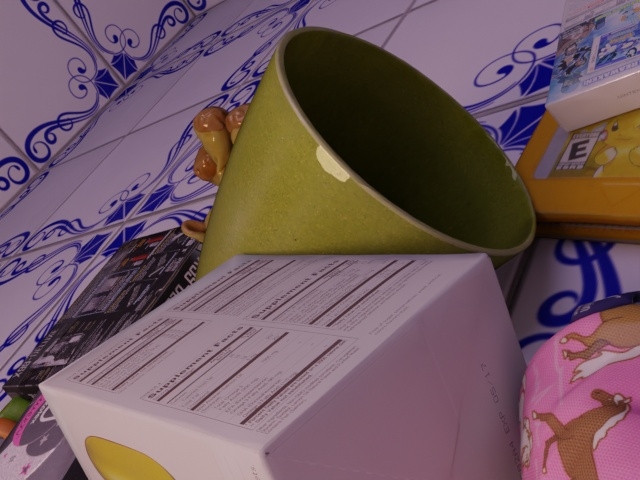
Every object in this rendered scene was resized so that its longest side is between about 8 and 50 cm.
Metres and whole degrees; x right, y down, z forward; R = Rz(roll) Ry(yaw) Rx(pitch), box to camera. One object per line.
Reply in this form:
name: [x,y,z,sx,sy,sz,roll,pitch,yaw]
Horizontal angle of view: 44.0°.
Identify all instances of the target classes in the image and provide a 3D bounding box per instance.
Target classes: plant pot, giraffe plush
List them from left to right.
giraffe plush: [-0.105,-0.059,1.077,0.181,0.210,0.170,1,45,17]
plant pot: [0.000,0.000,0.759,0.293,0.275,0.274,-49,17,32]

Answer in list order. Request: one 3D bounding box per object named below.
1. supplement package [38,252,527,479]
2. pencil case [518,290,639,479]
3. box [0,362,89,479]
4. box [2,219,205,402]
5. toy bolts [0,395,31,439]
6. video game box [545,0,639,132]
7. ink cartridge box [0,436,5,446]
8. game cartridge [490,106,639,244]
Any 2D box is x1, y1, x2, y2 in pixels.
supplement package: [-0.014,0.139,0.538,0.198,0.199,0.263,-35,21,-36]
pencil case: [0.161,0.172,0.304,0.160,0.167,0.386,-1,27,14]
box: [-0.234,0.245,0.770,0.163,0.142,0.247,-17,32,36]
box: [-0.276,0.110,1.125,0.242,0.076,0.307,-13,35,42]
toy bolts: [-0.493,0.276,0.985,0.228,0.218,0.158,-45,12,1]
video game box: [0.319,-0.207,0.730,0.205,0.048,0.187,-17,40,43]
ink cartridge box: [-0.380,0.304,0.857,0.109,0.063,0.150,-33,67,11]
game cartridge: [0.333,-0.139,0.721,0.285,0.053,0.323,5,61,55]
